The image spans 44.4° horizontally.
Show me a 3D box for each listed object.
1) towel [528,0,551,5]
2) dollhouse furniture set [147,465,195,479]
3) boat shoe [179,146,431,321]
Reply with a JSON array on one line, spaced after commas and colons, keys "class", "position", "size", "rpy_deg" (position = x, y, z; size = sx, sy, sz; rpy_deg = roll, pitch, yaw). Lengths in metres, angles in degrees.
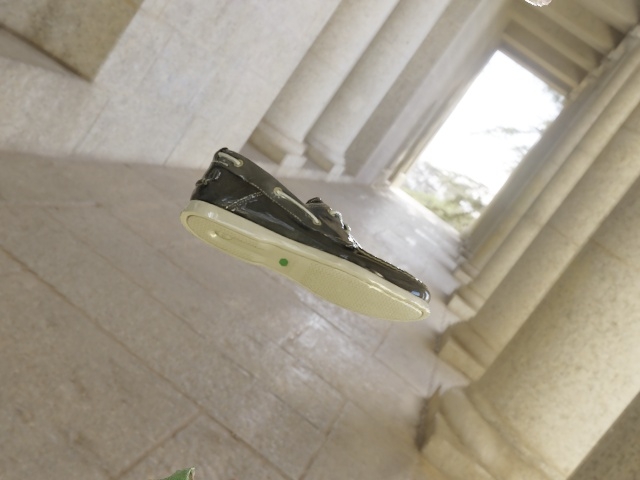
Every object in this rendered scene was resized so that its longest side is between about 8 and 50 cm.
[{"class": "towel", "position": [0.131, -0.411, 0.912], "size": [0.331, 0.053, 0.317], "rpy_deg": [37, 8, 13]}, {"class": "dollhouse furniture set", "position": [-0.143, 0.279, 0.680], "size": [0.058, 0.076, 0.152], "rpy_deg": [15, 53, -46]}, {"class": "boat shoe", "position": [0.000, 0.000, 0.673], "size": [0.233, 0.079, 0.084], "rpy_deg": [28, -27, -11]}]
